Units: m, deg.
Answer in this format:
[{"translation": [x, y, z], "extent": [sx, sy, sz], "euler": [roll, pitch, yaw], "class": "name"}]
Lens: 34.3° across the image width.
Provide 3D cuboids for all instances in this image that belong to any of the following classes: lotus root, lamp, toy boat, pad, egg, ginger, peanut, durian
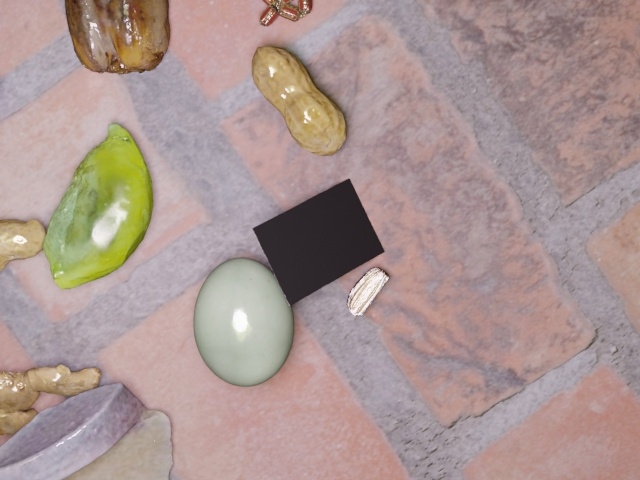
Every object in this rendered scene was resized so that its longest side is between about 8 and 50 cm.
[{"translation": [0.069, 0.077, 1.592], "extent": [0.037, 0.030, 0.083], "euler": [36, 94, 2], "class": "lotus root"}, {"translation": [-0.054, -0.354, 1.543], "extent": [0.083, 0.031, 0.063], "euler": [-8, 98, -3], "class": "lamp"}, {"translation": [-0.343, 0.356, 1.573], "extent": [0.276, 0.111, 0.293], "euler": [-46, 123, -14], "class": "toy boat"}, {"translation": [-0.305, -0.408, 1.510], "extent": [0.167, 0.078, 0.329], "euler": [-8, 97, -1], "class": "lotus root"}, {"translation": [0.000, 0.000, 1.547], "extent": [0.190, 0.004, 0.127], "euler": [-28, 97, -29], "class": "pad"}, {"translation": [-0.114, 0.121, 1.535], "extent": [0.149, 0.149, 0.192], "euler": [-8, 95, 0], "class": "egg"}, {"translation": [-0.463, 0.244, 1.575], "extent": [0.259, 0.065, 0.149], "euler": [-7, 133, -25], "class": "ginger"}, {"translation": [-0.034, -0.207, 1.530], "extent": [0.089, 0.089, 0.193], "euler": [-40, 95, 4], "class": "peanut"}, {"translation": [-0.324, -0.040, 1.539], "extent": [0.139, 0.101, 0.250], "euler": [31, 96, -3], "class": "durian"}, {"translation": [-0.494, 0.015, 1.559], "extent": [0.174, 0.080, 0.080], "euler": [-18, 96, -1], "class": "peanut"}]
